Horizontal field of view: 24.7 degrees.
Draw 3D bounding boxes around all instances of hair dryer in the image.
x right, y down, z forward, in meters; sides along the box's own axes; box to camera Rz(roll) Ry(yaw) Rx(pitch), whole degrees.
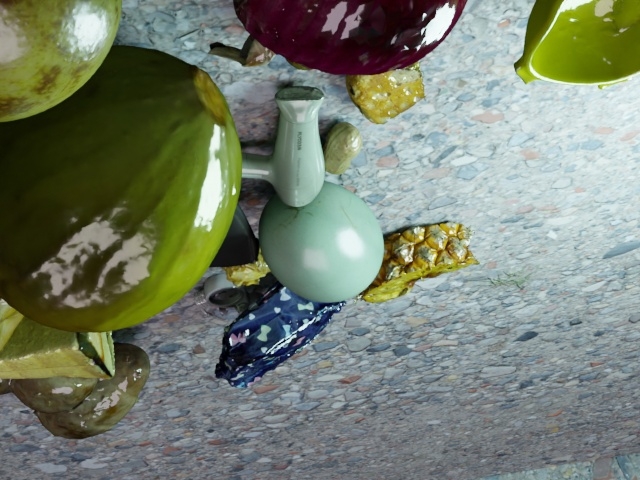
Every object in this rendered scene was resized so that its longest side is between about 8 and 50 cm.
[{"bbox_3d":[-0.112,-0.127,1.934,0.237,0.075,0.206,-1,145,0],"label":"hair dryer"}]

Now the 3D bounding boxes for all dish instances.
[{"bbox_3d":[0.339,-0.291,1.703,0.221,0.108,0.262,2,151,-26],"label":"dish"}]

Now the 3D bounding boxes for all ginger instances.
[{"bbox_3d":[-0.431,0.226,2.445,0.244,0.155,0.304,-16,147,27],"label":"ginger"}]

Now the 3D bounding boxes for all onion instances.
[{"bbox_3d":[0.033,-0.267,1.453,0.256,0.230,0.272,-14,133,-15],"label":"onion"}]

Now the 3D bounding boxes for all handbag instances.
[{"bbox_3d":[-0.064,0.132,2.342,0.260,0.113,0.162,-39,166,-22],"label":"handbag"},{"bbox_3d":[-0.212,-0.030,2.028,0.223,0.080,0.247,-6,156,9],"label":"handbag"}]

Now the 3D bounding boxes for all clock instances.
[{"bbox_3d":[-0.146,0.096,2.394,0.087,0.041,0.129,-29,144,26],"label":"clock"}]

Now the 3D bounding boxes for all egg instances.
[{"bbox_3d":[0.000,0.000,2.102,0.168,0.168,0.231,-20,150,19],"label":"egg"}]

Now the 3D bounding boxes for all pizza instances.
[{"bbox_3d":[0.083,-0.201,1.870,0.099,0.036,0.160,-13,156,5],"label":"pizza"}]

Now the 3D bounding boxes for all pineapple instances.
[{"bbox_3d":[0.129,0.038,2.341,0.233,0.080,0.135,-30,149,33],"label":"pineapple"}]

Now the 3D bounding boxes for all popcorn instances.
[{"bbox_3d":[-0.111,0.036,2.265,0.083,0.057,0.082,3,145,-20],"label":"popcorn"}]

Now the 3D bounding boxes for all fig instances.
[{"bbox_3d":[-0.241,-0.069,1.703,0.343,0.343,0.343,-9,155,-4],"label":"fig"}]

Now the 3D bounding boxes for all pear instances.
[{"bbox_3d":[-0.324,-0.242,1.353,0.283,0.284,0.283,-9,155,-4],"label":"pear"}]

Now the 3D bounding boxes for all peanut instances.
[{"bbox_3d":[0.027,-0.124,1.995,0.053,0.054,0.113,-3,157,-17],"label":"peanut"}]

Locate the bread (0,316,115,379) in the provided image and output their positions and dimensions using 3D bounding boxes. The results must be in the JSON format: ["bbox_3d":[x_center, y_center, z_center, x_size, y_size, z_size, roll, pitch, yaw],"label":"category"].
[{"bbox_3d":[-0.457,0.133,2.208,0.264,0.168,0.163,-10,156,6],"label":"bread"}]

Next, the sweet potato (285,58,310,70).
[{"bbox_3d":[-0.028,-0.277,1.639,0.067,0.067,0.274,-10,148,-2],"label":"sweet potato"}]

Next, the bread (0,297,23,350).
[{"bbox_3d":[-0.537,0.119,1.996,0.370,0.191,0.314,-41,-159,-13],"label":"bread"}]
